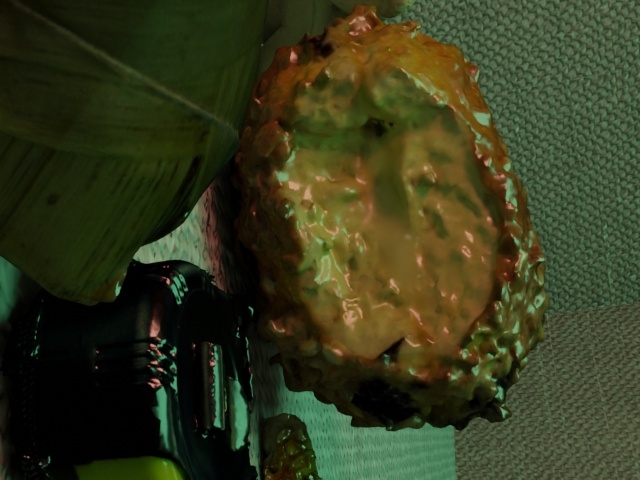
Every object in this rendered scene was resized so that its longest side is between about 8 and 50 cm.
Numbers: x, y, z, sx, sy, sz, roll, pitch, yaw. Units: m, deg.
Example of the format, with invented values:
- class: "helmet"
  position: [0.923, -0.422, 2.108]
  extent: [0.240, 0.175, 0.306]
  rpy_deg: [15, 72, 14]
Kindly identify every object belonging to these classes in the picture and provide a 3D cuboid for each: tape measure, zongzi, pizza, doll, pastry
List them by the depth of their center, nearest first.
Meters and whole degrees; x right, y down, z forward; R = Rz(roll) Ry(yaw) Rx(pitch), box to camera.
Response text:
- class: "zongzi"
  position: [-0.073, -0.144, 0.616]
  extent: [0.300, 0.145, 0.274]
  rpy_deg: [-58, -174, 18]
- class: "tape measure"
  position: [-0.099, 0.103, 0.665]
  extent: [0.186, 0.112, 0.199]
  rpy_deg: [48, 33, -68]
- class: "pizza"
  position: [-0.009, 0.289, 1.116]
  extent: [0.127, 0.058, 0.246]
  rpy_deg: [29, 50, -76]
- class: "pastry"
  position: [0.057, -0.006, 1.136]
  extent: [0.337, 0.292, 0.405]
  rpy_deg: [63, 7, -85]
- class: "doll"
  position: [0.013, -0.271, 1.257]
  extent: [0.149, 0.278, 0.175]
  rpy_deg: [-28, 86, -40]
